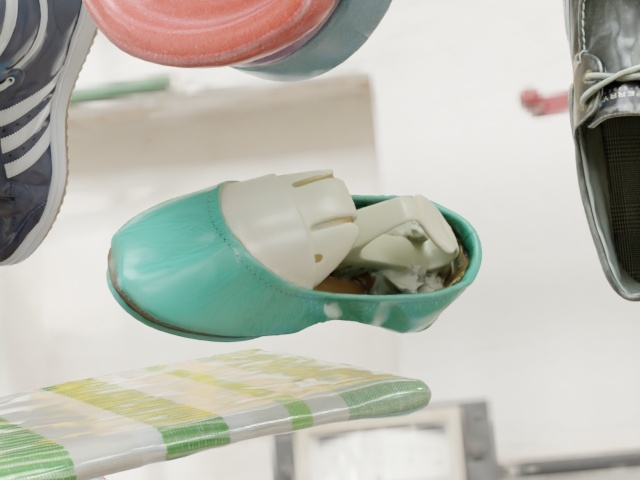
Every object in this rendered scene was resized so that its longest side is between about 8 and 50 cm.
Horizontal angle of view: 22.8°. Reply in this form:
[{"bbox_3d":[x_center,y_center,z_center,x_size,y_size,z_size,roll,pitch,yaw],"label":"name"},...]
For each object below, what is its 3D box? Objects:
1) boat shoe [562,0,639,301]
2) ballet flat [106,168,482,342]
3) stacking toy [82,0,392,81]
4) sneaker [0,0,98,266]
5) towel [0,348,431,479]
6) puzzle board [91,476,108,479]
[{"bbox_3d":[0.262,-0.112,1.286,0.121,0.335,0.119,-8,8,23],"label":"boat shoe"},{"bbox_3d":[0.000,0.000,0.799,0.087,0.083,0.247,-43,-27,28],"label":"ballet flat"},{"bbox_3d":[0.014,-0.230,0.693,0.279,0.309,0.130,-12,-9,38],"label":"stacking toy"},{"bbox_3d":[-0.269,-0.104,1.256,0.099,0.282,0.153,26,20,25],"label":"sneaker"},{"bbox_3d":[-0.136,0.113,0.905,0.325,0.038,0.248,-9,4,-25],"label":"towel"},{"bbox_3d":[-0.209,0.174,1.173,0.128,0.011,0.096,30,15,-21],"label":"puzzle board"}]
